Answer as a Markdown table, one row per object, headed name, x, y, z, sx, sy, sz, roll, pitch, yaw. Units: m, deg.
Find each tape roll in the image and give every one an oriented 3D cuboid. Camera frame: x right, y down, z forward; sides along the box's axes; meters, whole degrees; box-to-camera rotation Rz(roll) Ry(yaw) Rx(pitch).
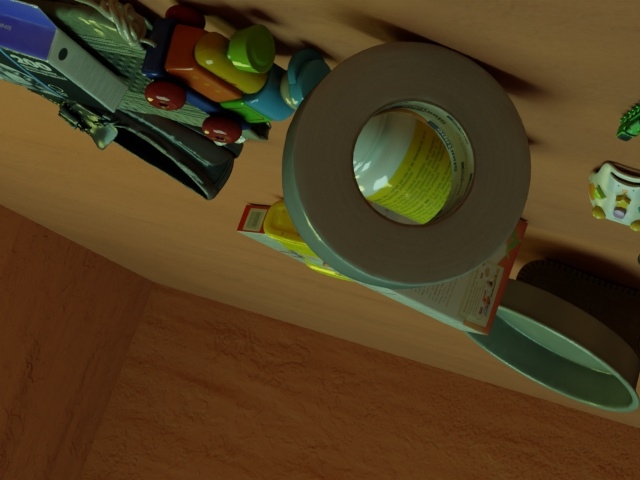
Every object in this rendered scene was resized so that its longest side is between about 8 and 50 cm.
| name | x | y | z | sx | sy | sz | roll | pitch | yaw |
| --- | --- | --- | --- | --- | --- | --- | --- | --- | --- |
| tape roll | 0.076 | -0.066 | 1.440 | 0.219 | 0.219 | 0.072 | 22 | 171 | -9 |

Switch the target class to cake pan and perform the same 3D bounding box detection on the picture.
| name | x | y | z | sx | sy | sz | roll | pitch | yaw |
| --- | --- | --- | --- | --- | --- | --- | --- | --- | --- |
| cake pan | 0.313 | 0.138 | 2.176 | 0.293 | 0.054 | 0.293 | 29 | 166 | 8 |

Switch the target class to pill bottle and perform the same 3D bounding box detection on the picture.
| name | x | y | z | sx | sy | sz | roll | pitch | yaw |
| --- | --- | --- | --- | --- | --- | --- | --- | --- | --- |
| pill bottle | 0.100 | -0.082 | 1.626 | 0.208 | 0.119 | 0.119 | 24 | 171 | -23 |

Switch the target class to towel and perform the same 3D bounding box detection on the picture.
| name | x | y | z | sx | sy | sz | roll | pitch | yaw |
| --- | --- | --- | --- | --- | --- | --- | --- | --- | --- |
| towel | -0.242 | -0.219 | 1.837 | 0.324 | 0.056 | 0.312 | 17 | 168 | 37 |

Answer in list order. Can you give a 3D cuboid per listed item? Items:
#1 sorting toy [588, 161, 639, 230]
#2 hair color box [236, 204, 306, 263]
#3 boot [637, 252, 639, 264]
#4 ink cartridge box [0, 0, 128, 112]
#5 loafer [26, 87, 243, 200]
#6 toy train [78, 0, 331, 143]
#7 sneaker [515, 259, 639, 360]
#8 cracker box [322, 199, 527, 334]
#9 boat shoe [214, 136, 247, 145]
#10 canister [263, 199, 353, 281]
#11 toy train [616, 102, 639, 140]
| name | x | y | z | sx | sy | sz | roll | pitch | yaw |
| --- | --- | --- | --- | --- | --- | --- | --- | --- | --- |
| sorting toy | 0.312 | -0.052 | 1.622 | 0.083 | 0.045 | 0.075 | 18 | 152 | 14 |
| hair color box | -0.045 | -0.005 | 2.667 | 0.167 | 0.053 | 0.093 | 27 | 168 | -33 |
| boot | 0.428 | 0.035 | 1.863 | 0.118 | 0.042 | 0.087 | 21 | 169 | -10 |
| ink cartridge box | -0.349 | -0.222 | 1.777 | 0.206 | 0.045 | 0.208 | 18 | 168 | 27 |
| loafer | -0.254 | -0.147 | 2.109 | 0.302 | 0.095 | 0.109 | 22 | 171 | -11 |
| toy train | -0.109 | -0.185 | 1.558 | 0.143 | 0.105 | 0.248 | -1 | 160 | 40 |
| sneaker | 0.403 | 0.120 | 2.246 | 0.282 | 0.099 | 0.153 | 26 | 168 | 8 |
| cracker box | 0.132 | 0.004 | 1.968 | 0.232 | 0.155 | 0.067 | 26 | 170 | -31 |
| boat shoe | -0.119 | -0.145 | 2.045 | 0.035 | 0.035 | 0.100 | 53 | 164 | -18 |
| canister | 0.000 | 0.000 | 2.530 | 0.126 | 0.073 | 0.170 | 15 | 168 | 33 |
| toy train | 0.277 | -0.104 | 1.393 | 0.017 | 0.023 | 0.083 | 21 | 172 | -1 |
